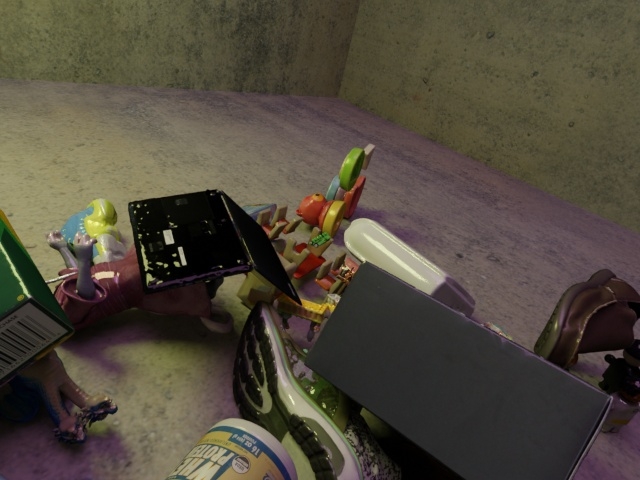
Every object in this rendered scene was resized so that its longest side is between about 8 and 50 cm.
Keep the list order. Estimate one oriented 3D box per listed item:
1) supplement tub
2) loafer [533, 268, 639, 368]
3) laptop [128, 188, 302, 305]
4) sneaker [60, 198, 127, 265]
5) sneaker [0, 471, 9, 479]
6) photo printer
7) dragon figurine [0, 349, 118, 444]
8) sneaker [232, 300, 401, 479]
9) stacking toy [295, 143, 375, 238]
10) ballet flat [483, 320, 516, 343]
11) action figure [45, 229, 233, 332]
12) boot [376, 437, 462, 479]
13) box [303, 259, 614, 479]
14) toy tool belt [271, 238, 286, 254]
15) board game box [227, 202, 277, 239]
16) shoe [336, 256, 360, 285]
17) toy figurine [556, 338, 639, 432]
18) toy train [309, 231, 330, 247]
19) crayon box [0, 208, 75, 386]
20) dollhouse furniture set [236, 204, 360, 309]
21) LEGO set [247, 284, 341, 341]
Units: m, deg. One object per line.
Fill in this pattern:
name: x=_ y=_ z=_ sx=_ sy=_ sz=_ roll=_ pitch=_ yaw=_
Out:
supplement tub: x=-0.130 y=0.328 z=0.505 sx=0.144 sy=0.144 sz=0.200 roll=23 pitch=29 yaw=17
loafer: x=0.550 y=0.154 z=0.855 sx=0.366 sy=0.134 sz=0.130 roll=-20 pitch=42 yaw=-37
laptop: x=-0.191 y=0.025 z=0.800 sx=0.264 sy=0.136 sz=0.234 roll=-12 pitch=44 yaw=-22
sneaker: x=-0.519 y=0.014 z=0.987 sx=0.126 sy=0.091 sz=0.240 roll=-25 pitch=50 yaw=-3
sneaker: x=-0.362 y=0.356 z=0.372 sx=0.208 sy=0.127 sz=0.319 roll=17 pitch=29 yaw=9
photo printer: x=0.204 y=0.072 z=1.059 sx=0.307 sy=0.107 sz=0.256 roll=41 pitch=4 yaw=39
dragon figurine: x=-0.434 y=0.208 z=0.645 sx=0.289 sy=0.144 sz=0.085 roll=5 pitch=25 yaw=24
sneaker: x=-0.017 y=0.262 z=0.718 sx=0.182 sy=0.158 sz=0.410 roll=11 pitch=29 yaw=-37
stacking toy: x=0.049 y=-0.182 z=1.377 sx=0.130 sy=0.279 sz=0.309 roll=22 pitch=25 yaw=11
ballet flat: x=0.407 y=0.266 z=0.937 sx=0.077 sy=0.091 sz=0.241 roll=-20 pitch=33 yaw=-9
action figure: x=-0.392 y=0.093 z=0.834 sx=0.370 sy=0.275 sz=0.248 roll=-23 pitch=19 yaw=-21
boot: x=0.190 y=0.369 z=0.684 sx=0.219 sy=0.082 sz=0.106 roll=17 pitch=-1 yaw=29
box: x=0.203 y=0.213 z=0.682 sx=0.343 sy=0.179 sz=0.312 roll=29 pitch=-3 yaw=25
toy tool belt: x=-0.136 y=0.017 z=1.176 sx=0.083 sy=0.052 sz=0.051 roll=-6 pitch=7 yaw=-34
board game box: x=-0.240 y=-0.040 z=1.134 sx=0.194 sy=0.060 sz=0.194 roll=-1 pitch=19 yaw=28
shoe: x=0.075 y=0.085 z=0.903 sx=0.081 sy=0.063 sz=0.178 roll=29 pitch=9 yaw=-1
toy figurine: x=0.581 y=0.270 z=0.930 sx=0.213 sy=0.148 sz=0.209 roll=30 pitch=32 yaw=26
toy train: x=0.000 y=0.000 z=1.043 sx=0.024 sy=0.017 sz=0.083 roll=47 pitch=30 yaw=7
crayon box: x=-0.560 y=0.114 z=0.550 sx=0.363 sy=0.106 sz=0.313 roll=-39 pitch=59 yaw=-20
dollhouse furniture set: x=-0.074 y=0.060 z=1.039 sx=0.262 sy=0.135 sz=0.259 roll=39 pitch=29 yaw=15
LEGO set: x=-0.008 y=0.169 z=0.885 sx=0.287 sy=0.107 sz=0.132 roll=7 pitch=15 yaw=-23
